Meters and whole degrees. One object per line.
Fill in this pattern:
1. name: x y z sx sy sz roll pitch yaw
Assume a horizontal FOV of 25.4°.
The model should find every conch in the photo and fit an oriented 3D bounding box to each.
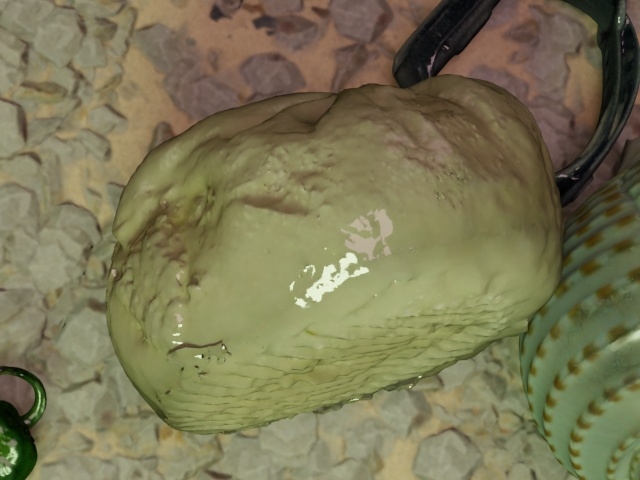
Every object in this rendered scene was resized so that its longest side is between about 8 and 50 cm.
1. conch: 0.289 0.044 1.079 0.303 0.215 0.319 -18 73 24

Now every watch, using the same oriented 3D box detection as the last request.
1. watch: 0.175 -0.139 1.187 0.193 0.068 0.206 40 75 7

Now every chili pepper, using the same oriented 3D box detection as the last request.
1. chili pepper: -0.315 0.192 1.082 0.257 0.074 0.100 -27 86 -9

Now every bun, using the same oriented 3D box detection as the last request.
1. bun: 0.000 0.000 1.024 0.360 0.360 0.211 -16 76 -9
